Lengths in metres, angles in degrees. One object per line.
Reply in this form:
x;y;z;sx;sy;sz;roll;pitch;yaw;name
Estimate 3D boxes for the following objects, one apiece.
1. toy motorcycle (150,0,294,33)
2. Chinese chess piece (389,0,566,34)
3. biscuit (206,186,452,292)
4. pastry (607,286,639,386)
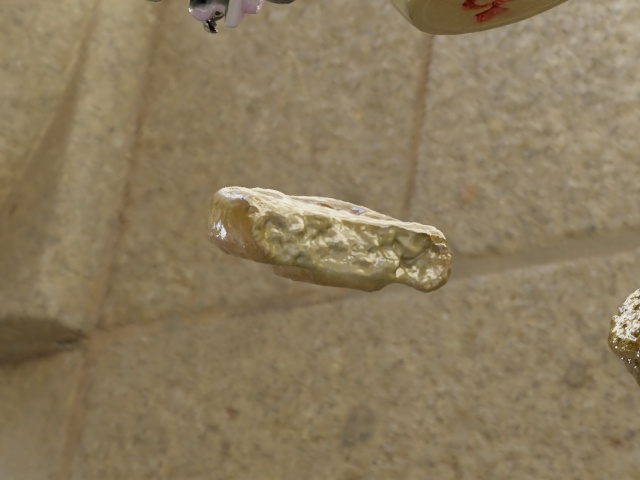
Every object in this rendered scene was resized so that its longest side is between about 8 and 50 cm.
-0.040;-0.235;1.032;0.327;0.188;0.143;-65;-10;-59;toy motorcycle
0.172;-0.281;1.314;0.251;0.251;0.097;-25;76;33;Chinese chess piece
0.000;0.001;1.590;0.213;0.274;0.091;-156;76;-70;biscuit
0.392;0.088;1.464;0.189;0.103;0.189;-36;9;7;pastry
